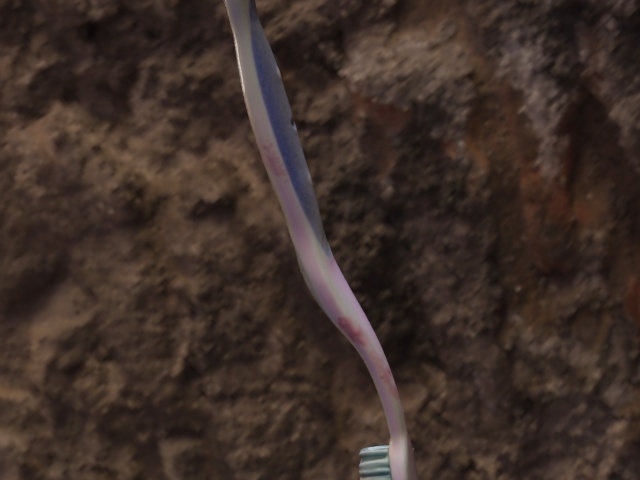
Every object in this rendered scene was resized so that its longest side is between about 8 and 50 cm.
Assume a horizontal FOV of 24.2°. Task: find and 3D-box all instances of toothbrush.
[{"bbox_3d":[0.000,0.000,0.595,0.027,0.021,0.269,-15,-80,8],"label":"toothbrush"}]
